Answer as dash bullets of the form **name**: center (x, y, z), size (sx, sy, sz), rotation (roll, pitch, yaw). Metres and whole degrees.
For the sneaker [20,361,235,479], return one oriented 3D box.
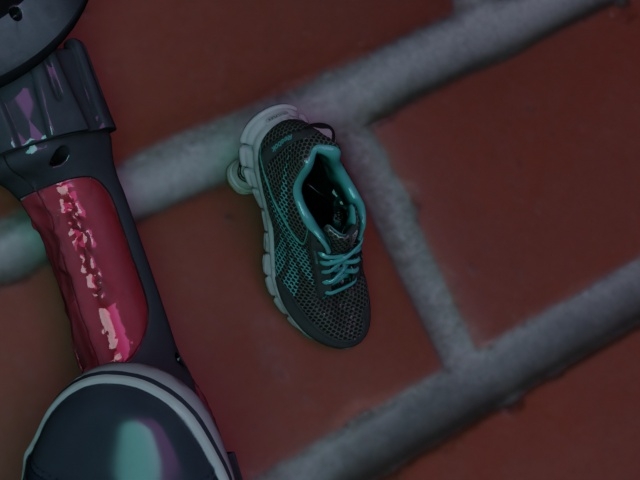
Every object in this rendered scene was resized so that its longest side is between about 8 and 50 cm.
- **sneaker**: center (-0.111, 0.228, 0.712), size (0.126, 0.127, 0.321), rotation (6, 100, 8)

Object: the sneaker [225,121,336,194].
- **sneaker**: center (-0.020, -0.054, 0.916), size (0.083, 0.037, 0.032), rotation (-31, 91, -26)

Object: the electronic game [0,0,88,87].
- **electronic game**: center (-0.241, -0.166, 0.800), size (0.229, 0.048, 0.229), rotation (4, 59, -7)

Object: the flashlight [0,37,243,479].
- **flashlight**: center (-0.132, 0.038, 0.816), size (0.103, 0.103, 0.304), rotation (-20, 90, -22)

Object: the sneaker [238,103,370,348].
- **sneaker**: center (0.000, 0.000, 0.875), size (0.065, 0.076, 0.166), rotation (-29, 116, -20)
